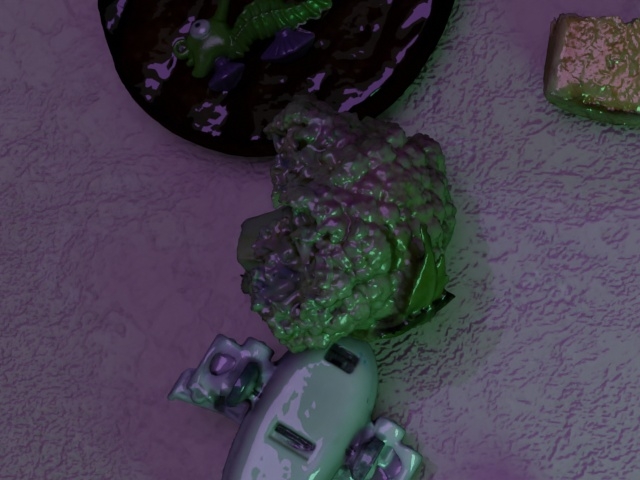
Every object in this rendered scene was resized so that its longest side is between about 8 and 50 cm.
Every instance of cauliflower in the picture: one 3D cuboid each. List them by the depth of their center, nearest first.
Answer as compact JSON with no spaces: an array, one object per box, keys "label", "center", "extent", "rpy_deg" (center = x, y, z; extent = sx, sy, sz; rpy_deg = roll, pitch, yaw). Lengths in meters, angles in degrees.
[{"label":"cauliflower","center":[0.000,0.000,1.683],"extent":[0.315,0.239,0.256],"rpy_deg":[-12,52,43]}]

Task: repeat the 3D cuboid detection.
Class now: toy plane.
[{"label":"toy plane","center":[-0.031,0.206,1.686],"extent":[0.266,0.122,0.267],"rpy_deg":[0,84,0]}]

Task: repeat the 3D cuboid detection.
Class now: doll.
[{"label":"doll","center":[-0.066,-0.230,1.765],"extent":[0.190,0.050,0.115],"rpy_deg":[-24,75,8]}]

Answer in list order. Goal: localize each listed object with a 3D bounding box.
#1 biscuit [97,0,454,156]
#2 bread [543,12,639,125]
[{"label":"biscuit","center":[-0.046,-0.282,1.850],"extent":[0.407,0.091,0.408],"rpy_deg":[-6,72,17]},{"label":"bread","center":[0.287,-0.174,1.723],"extent":[0.125,0.082,0.106],"rpy_deg":[12,89,9]}]
